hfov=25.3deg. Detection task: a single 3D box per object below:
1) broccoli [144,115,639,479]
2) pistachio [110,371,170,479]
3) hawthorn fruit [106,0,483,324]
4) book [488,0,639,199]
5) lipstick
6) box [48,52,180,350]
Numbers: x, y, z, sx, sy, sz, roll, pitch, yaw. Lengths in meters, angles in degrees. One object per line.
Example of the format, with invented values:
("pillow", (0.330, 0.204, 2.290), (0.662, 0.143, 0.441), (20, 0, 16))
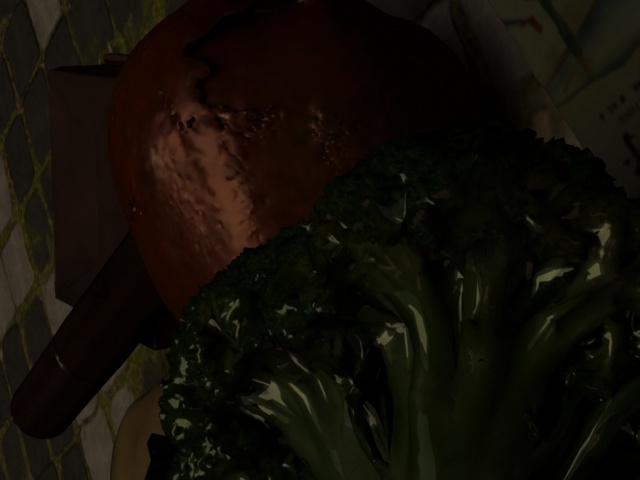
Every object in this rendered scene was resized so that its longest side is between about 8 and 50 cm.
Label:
("broccoli", (0.076, 0.111, 0.608), (0.283, 0.321, 0.303), (-66, 0, -48))
("pistachio", (-0.024, 0.223, 0.889), (0.194, 0.214, 0.318), (-20, 82, 20))
("hawthorn fruit", (0.000, 0.000, 0.802), (0.211, 0.211, 0.299), (-22, 80, 58))
("book", (0.153, -0.124, 0.619), (0.289, 0.026, 0.201), (58, 143, 10))
("lipstick", (-0.152, 0.058, 1.034), (0.356, 0.057, 0.057), (-47, 56, 51))
("box", (-0.137, -0.034, 1.127), (0.215, 0.086, 0.215), (18, 112, 56))
